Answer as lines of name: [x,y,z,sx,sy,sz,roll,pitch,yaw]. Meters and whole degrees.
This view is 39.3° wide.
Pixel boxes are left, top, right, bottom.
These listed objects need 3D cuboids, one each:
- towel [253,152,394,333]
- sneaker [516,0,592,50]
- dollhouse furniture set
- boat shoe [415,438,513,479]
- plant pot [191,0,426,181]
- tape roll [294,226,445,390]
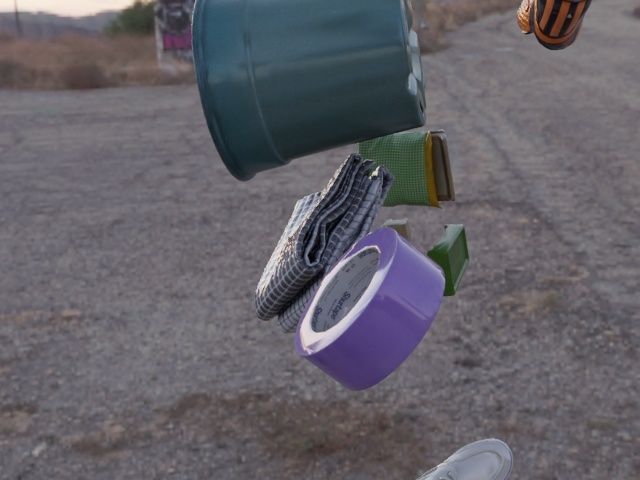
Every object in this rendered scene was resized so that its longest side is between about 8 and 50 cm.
towel: [0.000,0.000,1.565,0.121,0.235,0.283,30,55,-6]
sneaker: [0.349,-0.414,1.311,0.125,0.180,0.321,18,61,5]
dollhouse furniture set: [0.164,-0.055,1.766,0.198,0.301,0.151,-3,23,25]
boat shoe: [0.196,0.409,1.448,0.268,0.096,0.088,-29,-15,-1]
plant pot: [-0.001,-0.294,1.535,0.334,0.341,0.341,-8,12,12]
tape roll: [0.058,0.082,1.085,0.080,0.189,0.189,39,4,-16]
